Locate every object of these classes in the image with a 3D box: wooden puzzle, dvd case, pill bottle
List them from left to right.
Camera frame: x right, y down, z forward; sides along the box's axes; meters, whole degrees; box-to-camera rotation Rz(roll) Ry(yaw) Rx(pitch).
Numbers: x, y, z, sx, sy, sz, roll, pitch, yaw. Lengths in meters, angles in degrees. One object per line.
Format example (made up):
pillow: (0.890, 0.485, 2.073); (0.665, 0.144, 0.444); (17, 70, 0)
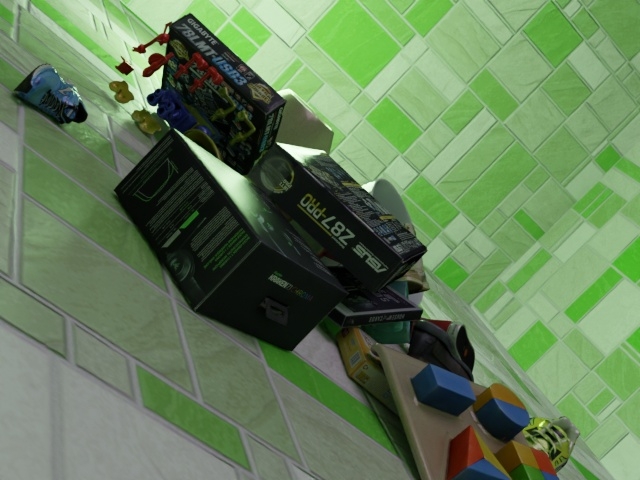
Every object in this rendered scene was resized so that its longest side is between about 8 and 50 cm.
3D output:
pill bottle: (0.000, 0.000, 2.032); (0.121, 0.121, 0.221); (47, 9, 23)
dvd case: (0.059, 0.102, 1.744); (0.179, 0.029, 0.239); (35, 22, 35)
wooden puzzle: (0.259, 0.314, 1.489); (0.322, 0.080, 0.347); (25, 26, -33)

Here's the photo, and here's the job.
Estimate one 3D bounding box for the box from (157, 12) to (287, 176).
box: (-0.221, -0.292, 2.003); (0.295, 0.073, 0.293); (42, -32, 12)

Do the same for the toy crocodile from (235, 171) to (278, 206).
toy crocodile: (-0.132, -0.087, 1.934); (0.115, 0.105, 0.340); (3, 1, 12)

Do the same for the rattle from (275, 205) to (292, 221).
rattle: (-0.135, -0.003, 1.711); (0.130, 0.142, 0.200); (13, 10, 27)

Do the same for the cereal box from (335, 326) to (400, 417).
cereal box: (0.135, 0.257, 1.633); (0.240, 0.047, 0.173); (42, 8, -17)

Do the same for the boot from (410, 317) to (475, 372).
boot: (0.263, 0.257, 2.183); (0.176, 0.088, 0.244); (12, -36, 28)

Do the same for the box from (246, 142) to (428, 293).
box: (0.050, -0.050, 1.807); (0.318, 0.097, 0.395); (45, 11, 6)

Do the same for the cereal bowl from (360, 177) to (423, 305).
cereal bowl: (0.136, 0.022, 2.312); (0.339, 0.141, 0.338); (49, 32, -46)

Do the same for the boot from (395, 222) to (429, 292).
boot: (0.192, 0.040, 2.146); (0.213, 0.077, 0.165); (15, 62, -71)

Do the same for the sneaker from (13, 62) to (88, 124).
sneaker: (-0.393, -0.213, 1.388); (0.073, 0.063, 0.162); (49, 9, 10)

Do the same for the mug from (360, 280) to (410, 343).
mug: (0.130, 0.144, 1.887); (0.157, 0.098, 0.129); (68, 21, -66)

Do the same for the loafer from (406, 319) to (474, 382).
loafer: (0.250, 0.278, 2.014); (0.109, 0.095, 0.302); (20, -22, 34)

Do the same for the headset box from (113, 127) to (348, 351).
headset box: (-0.121, 0.009, 1.335); (0.283, 0.131, 0.246); (49, 9, 34)

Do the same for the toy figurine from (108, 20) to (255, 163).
toy figurine: (-0.244, -0.247, 1.909); (0.362, 0.191, 0.217); (49, 4, 24)

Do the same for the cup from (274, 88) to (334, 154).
cup: (-0.103, -0.258, 2.452); (0.331, 0.237, 0.331); (43, 7, -7)

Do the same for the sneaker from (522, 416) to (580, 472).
sneaker: (0.378, 0.393, 1.730); (0.145, 0.147, 0.385); (48, 17, 18)
